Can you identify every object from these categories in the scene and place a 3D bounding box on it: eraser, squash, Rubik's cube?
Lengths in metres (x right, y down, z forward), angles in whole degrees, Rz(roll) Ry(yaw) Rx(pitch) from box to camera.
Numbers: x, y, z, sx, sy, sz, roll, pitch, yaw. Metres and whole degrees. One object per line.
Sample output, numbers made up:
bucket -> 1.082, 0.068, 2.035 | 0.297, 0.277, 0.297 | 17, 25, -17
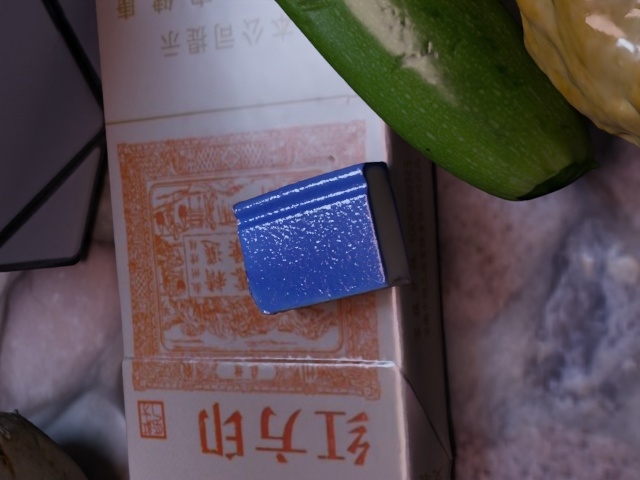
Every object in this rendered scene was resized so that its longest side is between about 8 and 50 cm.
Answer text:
eraser -> 0.000, 0.000, 0.759 | 0.084, 0.027, 0.063 | -15, 86, 34
squash -> 0.018, -0.131, 0.707 | 0.292, 0.082, 0.082 | 51, 122, 11
Rubik's cube -> -0.262, -0.103, 0.912 | 0.205, 0.205, 0.207 | 24, 106, 34

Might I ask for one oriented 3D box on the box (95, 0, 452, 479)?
box -> -0.032, -0.022, 0.830 | 0.204, 0.051, 0.365 | -2, 93, 36

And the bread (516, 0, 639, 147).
bread -> 0.177, -0.133, 0.606 | 0.244, 0.134, 0.244 | 2, 93, 36

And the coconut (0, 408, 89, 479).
coconut -> -0.258, 0.212, 0.923 | 0.230, 0.227, 0.227 | -21, 81, 31
